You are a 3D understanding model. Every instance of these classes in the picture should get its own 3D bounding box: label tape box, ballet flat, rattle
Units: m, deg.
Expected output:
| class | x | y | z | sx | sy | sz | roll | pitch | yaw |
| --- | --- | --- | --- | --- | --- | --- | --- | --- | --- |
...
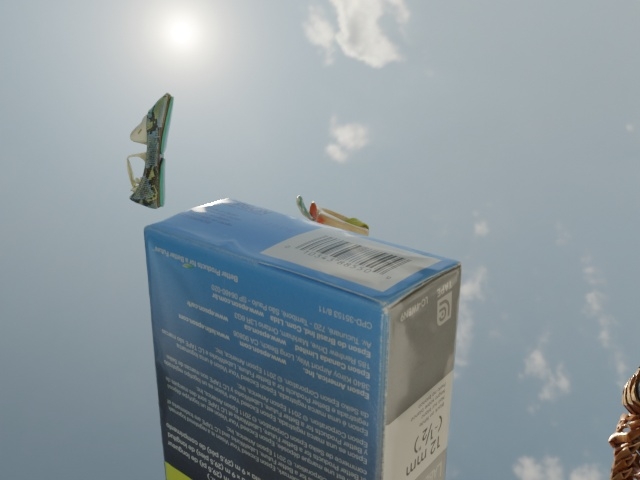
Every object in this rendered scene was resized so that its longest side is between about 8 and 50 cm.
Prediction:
| class | x | y | z | sx | sy | sz | roll | pitch | yaw |
| --- | --- | --- | --- | --- | --- | --- | --- | --- | --- |
| label tape box | -0.022 | 0.160 | 0.599 | 0.115 | 0.249 | 0.348 | -26 | -57 | -47 |
| ballet flat | -0.267 | -0.138 | 1.059 | 0.070 | 0.070 | 0.188 | -10 | -61 | -44 |
| rattle | 0.000 | 0.000 | 1.300 | 0.130 | 0.143 | 0.199 | 44 | -164 | 16 |

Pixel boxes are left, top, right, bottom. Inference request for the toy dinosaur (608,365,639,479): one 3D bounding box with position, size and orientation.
| class | x | y | z | sx | sy | sz | roll | pitch | yaw |
| --- | --- | --- | --- | --- | --- | --- | --- | --- | --- |
| toy dinosaur | 0.367 | 0.154 | 0.641 | 0.164 | 0.218 | 0.322 | 32 | -121 | -3 |
